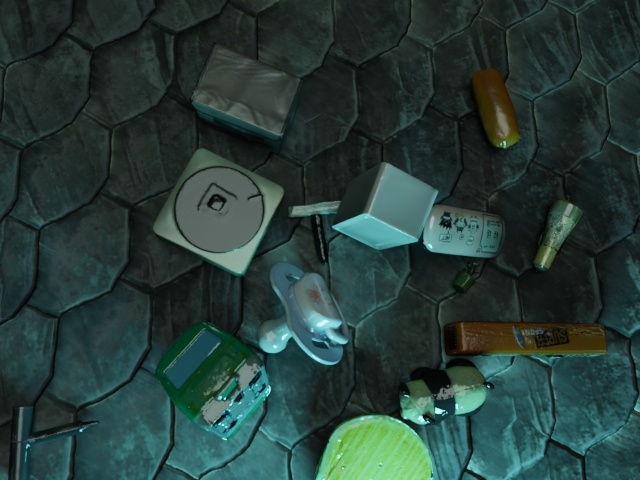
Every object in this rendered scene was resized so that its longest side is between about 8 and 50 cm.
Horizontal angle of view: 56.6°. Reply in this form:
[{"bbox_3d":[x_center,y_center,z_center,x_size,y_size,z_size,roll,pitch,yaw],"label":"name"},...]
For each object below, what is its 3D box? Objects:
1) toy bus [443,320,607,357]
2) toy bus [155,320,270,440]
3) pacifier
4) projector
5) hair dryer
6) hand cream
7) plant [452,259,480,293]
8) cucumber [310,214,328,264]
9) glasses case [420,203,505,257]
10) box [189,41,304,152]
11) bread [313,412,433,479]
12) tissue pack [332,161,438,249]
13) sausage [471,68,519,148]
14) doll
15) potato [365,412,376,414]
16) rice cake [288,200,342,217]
[{"bbox_3d":[0.523,0.253,1.522,0.408,0.092,0.093,1,74,-6],"label":"toy bus"},{"bbox_3d":[-0.235,0.313,1.319,0.199,0.344,0.183,37,70,12],"label":"toy bus"},{"bbox_3d":[-0.059,0.197,1.457,0.225,0.238,0.287,-34,61,20],"label":"pacifier"},{"bbox_3d":[-0.259,-0.072,1.533,0.259,0.079,0.257,26,76,1],"label":"projector"},{"bbox_3d":[-0.624,0.474,1.392,0.194,0.050,0.173,1,80,-8],"label":"hair dryer"},{"bbox_3d":[0.632,-0.007,1.608,0.083,0.084,0.203,26,83,1],"label":"hand cream"},{"bbox_3d":[0.393,0.090,1.570,0.051,0.051,0.102,38,71,4],"label":"plant"},{"bbox_3d":[0.000,0.000,1.565,0.032,0.032,0.133,-9,79,-7],"label":"cucumber"},{"bbox_3d":[0.368,-0.022,1.515,0.314,0.075,0.122,6,96,-39],"label":"glasses case"},{"bbox_3d":[-0.190,-0.370,1.573,0.252,0.153,0.188,19,77,-1],"label":"box"},{"bbox_3d":[0.131,0.564,1.423,0.301,0.045,0.302,0,87,-5],"label":"bread"},{"bbox_3d":[0.151,-0.076,1.475,0.159,0.246,0.136,26,77,-14],"label":"tissue pack"},{"bbox_3d":[0.492,-0.369,1.668,0.098,0.098,0.239,-12,76,-8],"label":"sausage"},{"bbox_3d":[0.298,0.373,1.454,0.234,0.135,0.144,-13,76,-4],"label":"doll"},{"bbox_3d":[0.104,0.460,1.468,0.093,0.036,0.037,-33,112,-3],"label":"potato"},{"bbox_3d":[-0.003,-0.084,1.586,0.170,0.029,0.033,-7,84,-6],"label":"rice cake"}]
